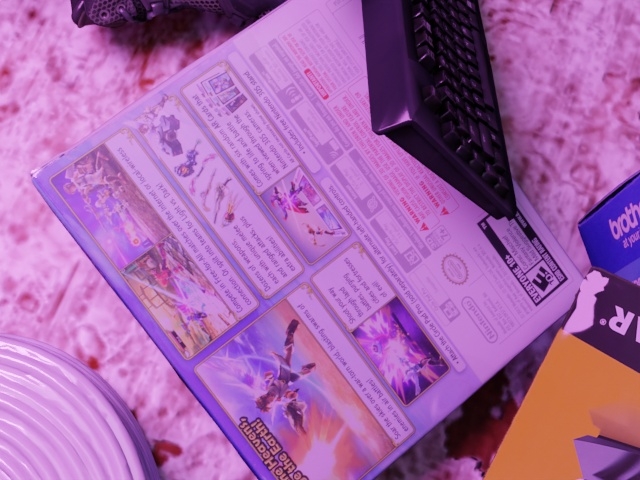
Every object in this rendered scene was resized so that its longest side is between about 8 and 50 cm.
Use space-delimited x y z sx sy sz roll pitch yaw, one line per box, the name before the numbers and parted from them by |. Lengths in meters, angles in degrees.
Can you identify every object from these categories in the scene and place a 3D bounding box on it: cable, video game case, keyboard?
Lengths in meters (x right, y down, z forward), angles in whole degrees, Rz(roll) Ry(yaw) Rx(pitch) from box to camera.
cable | -0.218 0.176 0.530 0.257 0.089 0.257 0 74 -5
video game case | 0.000 0.000 0.586 0.244 0.061 0.269 -37 95 -15
keyboard | 0.048 -0.174 0.576 0.202 0.033 0.317 31 40 -34

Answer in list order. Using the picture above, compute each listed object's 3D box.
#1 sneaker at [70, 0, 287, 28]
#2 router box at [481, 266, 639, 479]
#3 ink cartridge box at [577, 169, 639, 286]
sneaker | -0.089 -0.179 0.651 0.228 0.087 0.130 32 106 -19
router box | 0.220 0.187 0.441 0.309 0.081 0.242 27 93 24
ink cartridge box | 0.346 0.062 0.585 0.270 0.151 0.395 -13 78 -8
